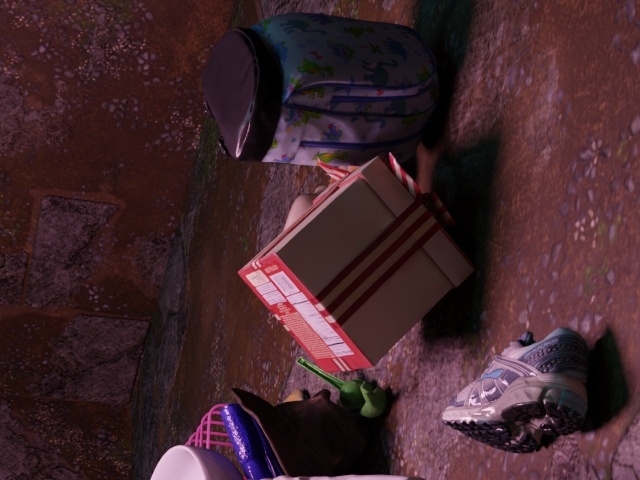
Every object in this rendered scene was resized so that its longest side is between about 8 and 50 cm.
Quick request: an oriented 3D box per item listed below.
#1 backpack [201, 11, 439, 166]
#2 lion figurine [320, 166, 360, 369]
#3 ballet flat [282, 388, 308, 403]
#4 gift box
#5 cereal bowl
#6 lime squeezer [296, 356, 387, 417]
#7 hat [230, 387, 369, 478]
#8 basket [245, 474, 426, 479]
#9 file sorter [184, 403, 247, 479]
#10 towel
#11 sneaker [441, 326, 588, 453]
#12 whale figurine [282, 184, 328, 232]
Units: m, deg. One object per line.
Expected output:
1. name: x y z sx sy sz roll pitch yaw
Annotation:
1. backpack: 0.021 -0.242 1.817 0.273 0.355 0.290 -59 30 26
2. lion figurine: 0.044 0.037 1.978 0.392 0.142 0.240 112 160 -43
3. ballet flat: -0.077 0.454 2.226 0.123 0.123 0.349 122 151 -53
4. gift box: 0.051 0.017 1.669 0.258 0.276 0.255 -41 10 -20
5. cereal bowl: -0.207 0.544 2.003 0.339 0.141 0.339 -33 51 54
6. lime squeezer: 0.050 0.260 1.903 0.059 0.110 0.310 -69 20 -5
7. hat: -0.001 0.336 1.908 0.134 0.331 0.331 -40 23 0
8. basket: 0.065 0.460 1.341 0.328 0.266 0.331 -13 68 41
9. file sorter: -0.189 0.488 2.424 0.291 0.202 0.182 126 149 -57
10. towel: -0.076 0.444 2.038 0.227 0.076 0.308 52 -167 -72
11. sneaker: 0.249 0.184 1.367 0.283 0.110 0.122 -38 29 63
12. whale figurine: 0.000 0.000 2.201 0.272 0.141 0.216 -17 -53 -84
